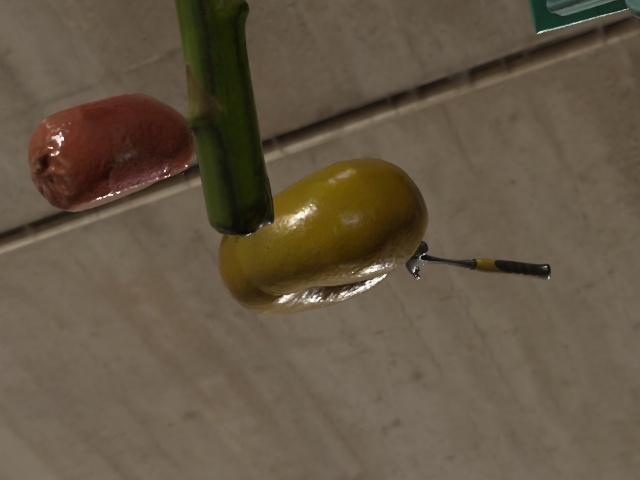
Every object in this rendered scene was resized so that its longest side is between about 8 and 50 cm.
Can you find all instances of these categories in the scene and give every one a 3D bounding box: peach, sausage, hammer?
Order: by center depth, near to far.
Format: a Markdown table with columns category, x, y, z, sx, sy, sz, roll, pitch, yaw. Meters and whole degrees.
| category | x | y | z | sx | sy | sz | roll | pitch | yaw |
| --- | --- | --- | --- | --- | --- | --- | --- | --- | --- |
| peach | 0.000 | 0.000 | 1.417 | 0.153 | 0.251 | 0.251 | 60 | -160 | 5 |
| hammer | 0.209 | 0.035 | 1.634 | 0.078 | 0.201 | 0.021 | 115 | 159 | -59 |
| sausage | -0.283 | -0.121 | 1.640 | 0.254 | 0.148 | 0.148 | -28 | -79 | -49 |

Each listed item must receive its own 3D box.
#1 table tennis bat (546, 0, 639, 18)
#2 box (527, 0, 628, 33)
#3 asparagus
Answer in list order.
| category | x | y | z | sx | sy | sz | roll | pitch | yaw |
| --- | --- | --- | --- | --- | --- | --- | --- | --- | --- |
| table tennis bat | 0.297 | -0.236 | 1.064 | 0.038 | 0.237 | 0.149 | 45 | -124 | -30 |
| box | 0.368 | -0.366 | 1.562 | 0.042 | 0.226 | 0.160 | -94 | -13 | -53 |
| asparagus | -0.088 | -0.142 | 1.069 | 0.060 | 0.067 | 0.277 | -149 | 51 | -77 |
